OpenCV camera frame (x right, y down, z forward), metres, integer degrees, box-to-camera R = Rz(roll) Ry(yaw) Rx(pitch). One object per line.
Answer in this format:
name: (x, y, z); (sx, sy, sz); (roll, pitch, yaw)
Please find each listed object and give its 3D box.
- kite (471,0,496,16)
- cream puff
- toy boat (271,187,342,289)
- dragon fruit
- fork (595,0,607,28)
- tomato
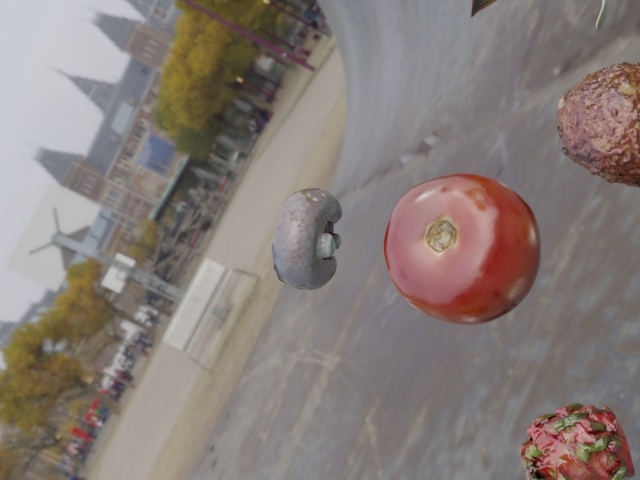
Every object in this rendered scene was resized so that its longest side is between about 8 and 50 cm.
kite: (0.347, -0.533, 1.470); (0.377, 0.013, 0.328); (7, -63, -58)
cream puff: (0.477, -0.180, 1.295); (0.240, 0.240, 0.164); (-78, -12, -60)
toy boat: (0.000, 0.000, 1.283); (0.227, 0.085, 0.155); (-1, -80, -74)
dragon fruit: (0.421, 0.358, 1.414); (0.160, 0.172, 0.167); (60, -163, -53)
fork: (0.378, -0.374, 1.169); (0.034, 0.028, 0.220); (58, -144, -57)
tomato: (0.176, 0.010, 1.046); (0.136, 0.195, 0.195); (21, -82, -55)
